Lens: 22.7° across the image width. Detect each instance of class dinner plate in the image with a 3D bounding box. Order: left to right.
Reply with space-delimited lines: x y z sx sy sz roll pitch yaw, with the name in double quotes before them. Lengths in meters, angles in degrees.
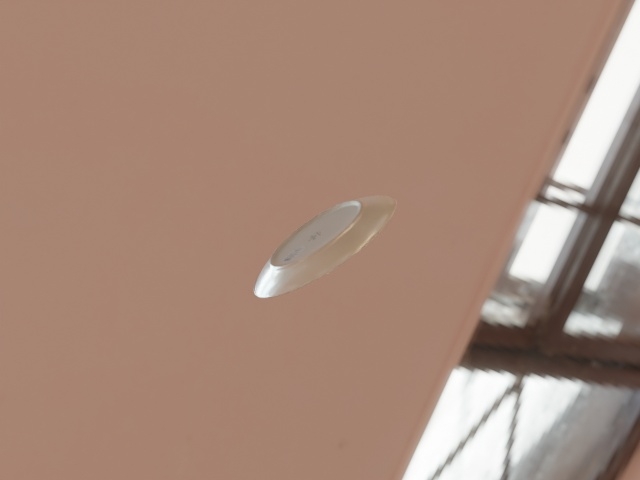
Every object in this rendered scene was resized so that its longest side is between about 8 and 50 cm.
"dinner plate" 0.000 0.000 1.328 0.017 0.141 0.141 55 -173 -16
